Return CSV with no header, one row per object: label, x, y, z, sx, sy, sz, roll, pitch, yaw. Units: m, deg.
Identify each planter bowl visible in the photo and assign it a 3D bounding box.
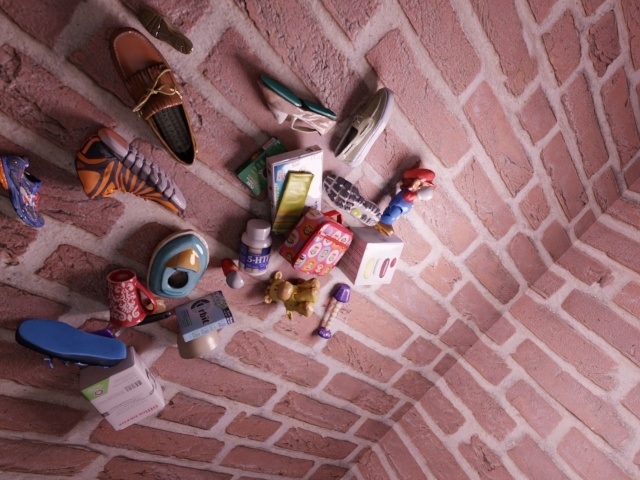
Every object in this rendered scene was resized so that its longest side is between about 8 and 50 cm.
planter bowl,-0.471,0.357,1.655,0.162,0.162,0.109,-21,108,-17

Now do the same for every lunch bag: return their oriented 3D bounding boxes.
lunch bag,0.000,0.000,1.661,0.258,0.120,0.293,-53,152,7

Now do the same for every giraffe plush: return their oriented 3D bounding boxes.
giraffe plush,-0.128,0.210,1.766,0.170,0.181,0.210,34,135,-30

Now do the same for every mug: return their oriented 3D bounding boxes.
mug,-0.638,0.184,1.469,0.150,0.113,0.169,-10,120,-26

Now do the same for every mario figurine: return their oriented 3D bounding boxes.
mario figurine,0.361,-0.146,1.765,0.320,0.198,0.170,-51,135,1

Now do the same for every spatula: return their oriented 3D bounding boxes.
spatula,-0.677,0.309,1.554,0.296,0.030,0.084,-21,128,-9

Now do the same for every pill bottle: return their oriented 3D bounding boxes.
pill bottle,-0.235,0.022,1.588,0.112,0.112,0.187,-4,122,-28

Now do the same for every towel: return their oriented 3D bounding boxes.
towel,-0.096,-0.129,1.523,0.102,0.021,0.237,-5,129,-36

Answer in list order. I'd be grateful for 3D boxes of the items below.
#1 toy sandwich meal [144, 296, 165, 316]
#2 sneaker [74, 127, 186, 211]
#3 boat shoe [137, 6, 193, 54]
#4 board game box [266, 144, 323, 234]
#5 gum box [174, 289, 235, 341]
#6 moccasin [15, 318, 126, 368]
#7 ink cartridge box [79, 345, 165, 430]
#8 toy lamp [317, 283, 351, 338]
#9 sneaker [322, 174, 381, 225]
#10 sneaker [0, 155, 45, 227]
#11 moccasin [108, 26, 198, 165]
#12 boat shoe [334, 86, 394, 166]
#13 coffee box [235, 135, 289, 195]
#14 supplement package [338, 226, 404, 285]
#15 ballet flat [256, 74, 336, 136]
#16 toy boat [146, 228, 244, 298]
toy sandwich meal,-0.600,0.242,1.578,0.085,0.029,0.085,-22,140,-20
sneaker,-0.562,-0.163,1.285,0.180,0.124,0.321,-42,121,6
boat shoe,-0.407,-0.555,1.156,0.153,0.048,0.056,26,117,-32
board game box,-0.089,-0.174,1.545,0.193,0.053,0.305,-19,137,-23
gum box,-0.429,0.275,1.613,0.184,0.157,0.041,-21,129,-17
moccasin,-0.828,0.368,1.447,0.342,0.138,0.117,31,118,-31
ink cartridge box,-0.740,0.559,1.648,0.198,0.115,0.273,-24,128,-14
toy lamp,0.063,0.317,1.981,0.080,0.080,0.275,9,116,-34
sneaker,0.107,-0.145,1.681,0.275,0.110,0.107,39,79,-24
sneaker,-0.796,-0.130,1.185,0.087,0.083,0.221,-24,133,-25
moccasin,-0.440,-0.372,1.182,0.139,0.147,0.380,-23,129,-15
boat shoe,0.153,-0.398,1.539,0.094,0.109,0.302,13,116,-33
coffee box,-0.186,-0.252,1.479,0.184,0.040,0.113,-43,134,1
supplement package,0.210,0.064,1.848,0.194,0.149,0.203,-1,119,-30
ballet flat,-0.085,-0.411,1.398,0.316,0.107,0.106,17,124,-36
toy boat,-0.420,0.098,1.506,0.318,0.148,0.267,10,114,-34
